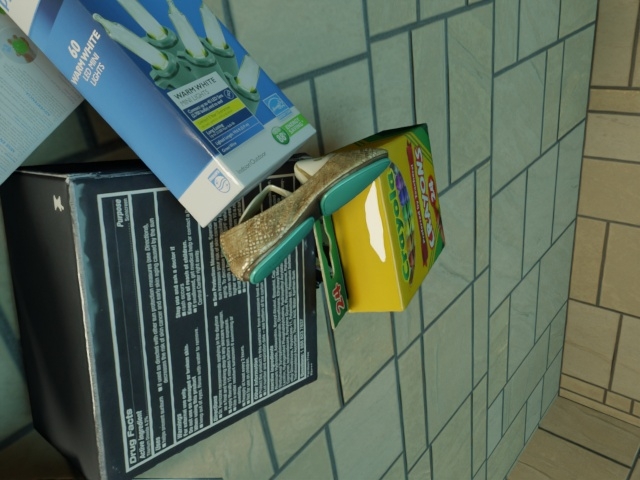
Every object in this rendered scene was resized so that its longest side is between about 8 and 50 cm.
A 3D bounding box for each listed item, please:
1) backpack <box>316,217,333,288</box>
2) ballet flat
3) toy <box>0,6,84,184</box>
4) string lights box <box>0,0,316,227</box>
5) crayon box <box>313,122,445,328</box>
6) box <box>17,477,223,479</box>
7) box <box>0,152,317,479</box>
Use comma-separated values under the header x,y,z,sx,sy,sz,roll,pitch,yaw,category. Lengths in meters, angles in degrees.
x,y,z,sx,sy,sz,roll,pitch,yaw,category
0.000,0.000,0.814,0.173,0.158,0.117,28,63,-48,backpack
-0.018,-0.044,0.538,0.206,0.067,0.073,-40,164,-19,ballet flat
-0.301,-0.149,0.479,0.137,0.056,0.237,49,58,-32,toy
-0.139,-0.154,0.481,0.260,0.076,0.133,48,42,-7,string lights box
0.089,-0.036,0.717,0.318,0.081,0.202,-38,120,-59,crayon box
-0.254,0.297,0.593,0.231,0.183,0.056,30,51,-50,box
-0.165,0.054,0.604,0.294,0.182,0.296,-14,108,-48,box
